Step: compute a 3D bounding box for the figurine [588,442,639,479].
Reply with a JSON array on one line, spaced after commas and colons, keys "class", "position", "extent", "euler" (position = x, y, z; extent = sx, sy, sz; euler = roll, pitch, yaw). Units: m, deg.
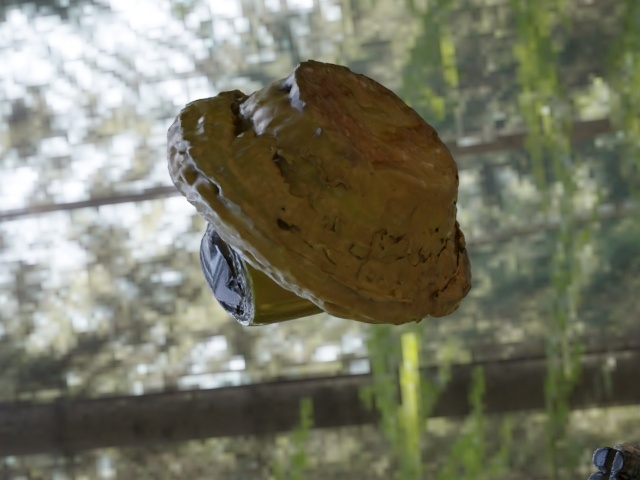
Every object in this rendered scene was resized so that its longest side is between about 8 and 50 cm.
[{"class": "figurine", "position": [0.300, 0.218, 1.554], "extent": [0.136, 0.079, 0.077], "euler": [28, -108, -50]}]

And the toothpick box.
[{"class": "toothpick box", "position": [0.000, 0.000, 2.064], "extent": [0.175, 0.271, 0.175], "euler": [50, 150, 43]}]

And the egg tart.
[{"class": "egg tart", "position": [0.016, -0.052, 1.413], "extent": [0.123, 0.294, 0.294], "euler": [-57, 9, 26]}]
